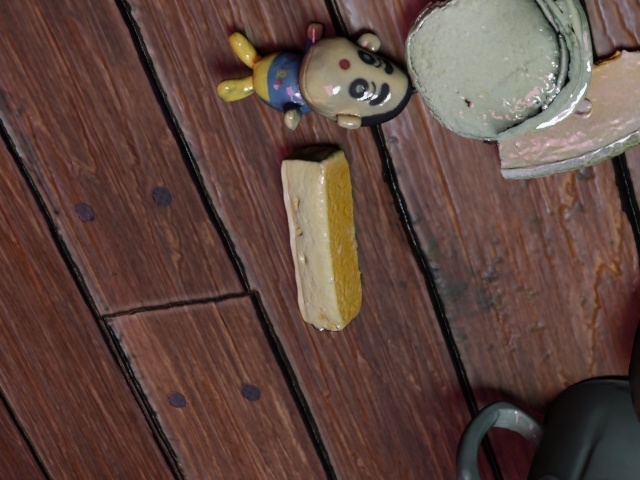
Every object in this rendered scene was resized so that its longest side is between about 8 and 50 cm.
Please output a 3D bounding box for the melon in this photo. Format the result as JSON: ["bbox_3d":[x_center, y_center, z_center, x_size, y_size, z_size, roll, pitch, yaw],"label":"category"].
[{"bbox_3d":[0.230,-0.106,0.835,0.182,0.054,0.098,-6,102,24],"label":"melon"}]

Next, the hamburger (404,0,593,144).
[{"bbox_3d":[0.142,-0.144,0.811,0.140,0.062,0.133,-12,92,31],"label":"hamburger"}]

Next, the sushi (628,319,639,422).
[{"bbox_3d":[0.364,0.101,0.808,0.213,0.200,0.204,17,128,10],"label":"sushi"}]

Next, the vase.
[{"bbox_3d":[0.226,0.250,0.904,0.251,0.301,0.156,27,126,15],"label":"vase"}]

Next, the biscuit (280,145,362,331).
[{"bbox_3d":[0.000,0.000,0.979,0.056,0.052,0.188,15,125,32],"label":"biscuit"}]

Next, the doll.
[{"bbox_3d":[-0.003,-0.139,0.880,0.179,0.102,0.089,9,165,12],"label":"doll"}]
